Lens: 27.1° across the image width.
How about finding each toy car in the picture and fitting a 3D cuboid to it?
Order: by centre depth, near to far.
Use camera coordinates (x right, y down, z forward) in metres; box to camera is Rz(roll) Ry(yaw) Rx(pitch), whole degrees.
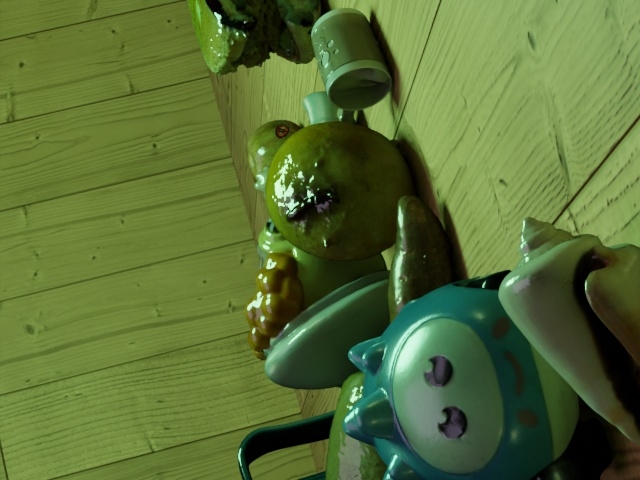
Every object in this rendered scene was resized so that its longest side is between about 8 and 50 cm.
[{"bbox_3d":[0.114,0.130,1.090,0.255,0.190,0.189,126,130,-77],"label":"toy car"}]

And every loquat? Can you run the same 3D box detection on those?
[{"bbox_3d":[0.028,-0.060,1.502,0.204,0.172,0.149,-43,-36,-54],"label":"loquat"}]

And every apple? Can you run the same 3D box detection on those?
[{"bbox_3d":[-0.070,-0.139,2.230,0.126,0.102,0.126,167,90,-83],"label":"apple"}]

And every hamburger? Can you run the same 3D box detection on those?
[{"bbox_3d":[-0.094,-0.326,1.830,0.192,0.167,0.288,88,166,-51],"label":"hamburger"}]

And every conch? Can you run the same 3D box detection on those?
[{"bbox_3d":[0.180,0.062,0.855,0.104,0.094,0.176,-29,76,41],"label":"conch"}]

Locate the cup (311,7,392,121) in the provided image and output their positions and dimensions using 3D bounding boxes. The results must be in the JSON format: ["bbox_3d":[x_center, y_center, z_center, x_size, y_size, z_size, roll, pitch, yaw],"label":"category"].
[{"bbox_3d":[0.037,-0.198,1.501,0.102,0.074,0.099,62,-169,-55],"label":"cup"}]

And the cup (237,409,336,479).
[{"bbox_3d":[0.037,0.373,1.679,0.242,0.292,0.308,152,103,-82],"label":"cup"}]

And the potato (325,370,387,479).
[{"bbox_3d":[0.089,0.247,1.502,0.159,0.174,0.251,9,113,64],"label":"potato"}]

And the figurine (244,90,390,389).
[{"bbox_3d":[0.014,-0.009,1.627,0.224,0.205,0.382,39,-131,-70],"label":"figurine"}]

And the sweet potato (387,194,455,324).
[{"bbox_3d":[0.114,0.099,1.382,0.097,0.097,0.292,119,137,-79],"label":"sweet potato"}]
